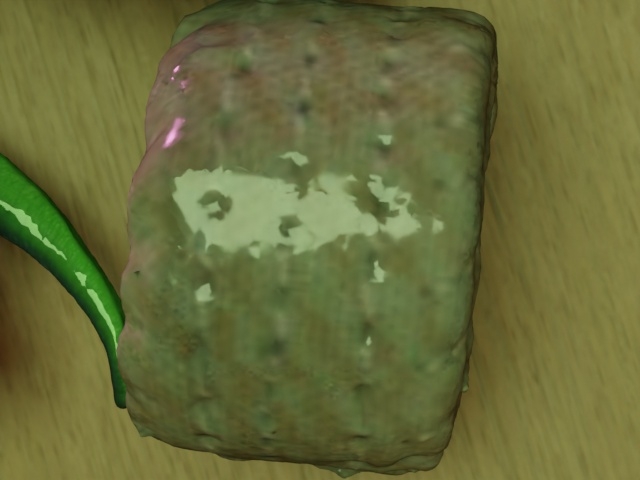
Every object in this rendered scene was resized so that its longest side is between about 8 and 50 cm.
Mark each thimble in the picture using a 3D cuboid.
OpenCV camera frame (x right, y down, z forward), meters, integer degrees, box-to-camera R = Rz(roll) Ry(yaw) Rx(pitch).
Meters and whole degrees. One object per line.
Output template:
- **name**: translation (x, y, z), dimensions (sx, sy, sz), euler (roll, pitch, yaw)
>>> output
- **thimble**: translation (0.000, 0.000, 0.955), dimensions (0.195, 0.291, 0.291), euler (7, 89, 6)

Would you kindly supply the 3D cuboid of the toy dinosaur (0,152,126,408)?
- **toy dinosaur**: translation (-0.382, -0.029, 1.093), dimensions (0.374, 0.144, 0.500), euler (-31, 79, 12)
